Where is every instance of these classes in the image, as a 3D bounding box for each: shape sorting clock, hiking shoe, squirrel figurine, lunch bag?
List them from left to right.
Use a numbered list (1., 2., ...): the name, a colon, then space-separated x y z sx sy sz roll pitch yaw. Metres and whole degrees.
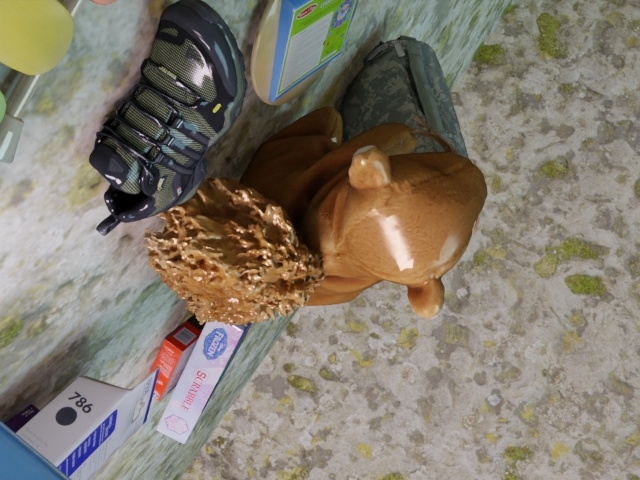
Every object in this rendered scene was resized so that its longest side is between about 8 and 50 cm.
1. hiking shoe: -0.135 -0.091 0.503 0.114 0.086 0.227 -51 172 -45
2. shape sorting clock: -0.015 -0.254 0.693 0.206 0.040 0.206 -49 168 -14
3. squirrel figurine: 0.000 0.000 0.724 0.396 0.281 0.370 -24 -165 -19
4. lunch bag: 0.149 -0.169 1.046 0.256 0.212 0.305 111 -25 -56

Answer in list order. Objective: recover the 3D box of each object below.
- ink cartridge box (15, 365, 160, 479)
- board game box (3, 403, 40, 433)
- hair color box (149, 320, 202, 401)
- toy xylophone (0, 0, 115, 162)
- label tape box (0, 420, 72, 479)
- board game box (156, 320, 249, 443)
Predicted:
1. ink cartridge box: -0.320 0.269 0.650 0.332 0.065 0.165 -45 166 -45
2. board game box: -0.445 0.371 0.703 0.347 0.056 0.208 -60 174 29
3. hair color box: -0.270 0.222 1.086 0.141 0.043 0.072 -61 170 30
4. toy xylophone: -0.159 -0.124 0.271 0.323 0.081 0.236 -56 172 9
5. label tape box: -0.284 0.194 0.222 0.348 0.249 0.115 -50 170 -32
6. board game box: -0.176 0.174 1.143 0.318 0.065 0.319 -61 -179 32
